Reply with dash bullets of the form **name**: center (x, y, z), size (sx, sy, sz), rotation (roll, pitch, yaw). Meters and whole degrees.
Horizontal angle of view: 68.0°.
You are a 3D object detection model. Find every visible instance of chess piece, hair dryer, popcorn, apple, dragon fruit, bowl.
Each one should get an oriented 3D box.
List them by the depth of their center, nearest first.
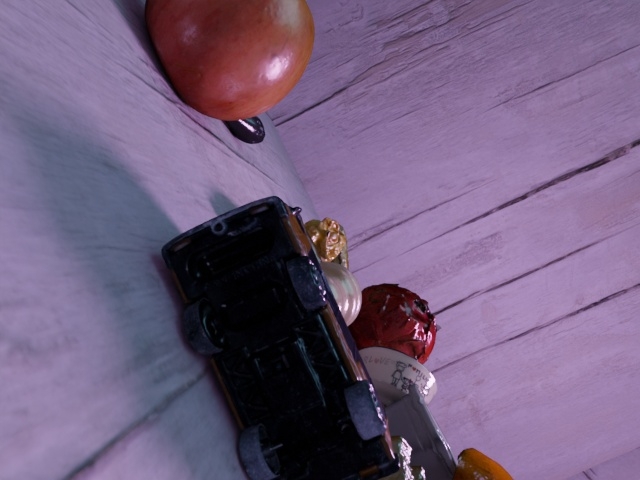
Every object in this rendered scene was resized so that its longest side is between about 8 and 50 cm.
- **chess piece**: center (-0.008, 0.125, 0.996), size (0.166, 0.167, 0.300), rotation (65, 9, 8)
- **apple**: center (-0.186, -0.455, 1.043), size (0.363, 0.364, 0.364), rotation (63, 5, -10)
- **bowl**: center (0.173, 0.400, 1.241), size (0.126, 0.238, 0.237), rotation (-58, 132, -39)
- **dragon fruit**: center (0.190, 0.276, 1.414), size (0.296, 0.302, 0.295), rotation (30, 36, -25)
- **hair dryer**: center (-0.289, -0.417, 1.431), size (0.271, 0.091, 0.236), rotation (53, 10, 23)
- **popcorn**: center (0.000, 0.000, 1.661), size (0.170, 0.180, 0.179), rotation (3, -55, 57)

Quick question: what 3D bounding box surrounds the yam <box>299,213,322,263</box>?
- **yam**: center (-0.042, 0.040, 1.545), size (0.071, 0.067, 0.317), rotation (134, -69, -82)

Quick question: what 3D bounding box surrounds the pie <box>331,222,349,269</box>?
- **pie**: center (0.063, 0.078, 1.953), size (0.323, 0.071, 0.322), rotation (171, -90, -78)

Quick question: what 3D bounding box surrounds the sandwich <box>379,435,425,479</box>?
- **sandwich**: center (0.132, 0.466, 0.834), size (0.122, 0.128, 0.235), rotation (-96, 160, -54)

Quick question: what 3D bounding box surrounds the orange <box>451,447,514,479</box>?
- **orange**: center (0.315, 0.604, 0.984), size (0.310, 0.275, 0.274), rotation (-83, 148, -63)

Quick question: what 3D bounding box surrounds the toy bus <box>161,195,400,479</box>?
- **toy bus**: center (-0.041, 0.122, 0.578), size (0.194, 0.162, 0.323), rotation (4, 62, -85)

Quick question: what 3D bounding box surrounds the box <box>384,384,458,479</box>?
- **box**: center (0.212, 0.508, 1.116), size (0.311, 0.183, 0.175), rotation (62, 5, -34)
